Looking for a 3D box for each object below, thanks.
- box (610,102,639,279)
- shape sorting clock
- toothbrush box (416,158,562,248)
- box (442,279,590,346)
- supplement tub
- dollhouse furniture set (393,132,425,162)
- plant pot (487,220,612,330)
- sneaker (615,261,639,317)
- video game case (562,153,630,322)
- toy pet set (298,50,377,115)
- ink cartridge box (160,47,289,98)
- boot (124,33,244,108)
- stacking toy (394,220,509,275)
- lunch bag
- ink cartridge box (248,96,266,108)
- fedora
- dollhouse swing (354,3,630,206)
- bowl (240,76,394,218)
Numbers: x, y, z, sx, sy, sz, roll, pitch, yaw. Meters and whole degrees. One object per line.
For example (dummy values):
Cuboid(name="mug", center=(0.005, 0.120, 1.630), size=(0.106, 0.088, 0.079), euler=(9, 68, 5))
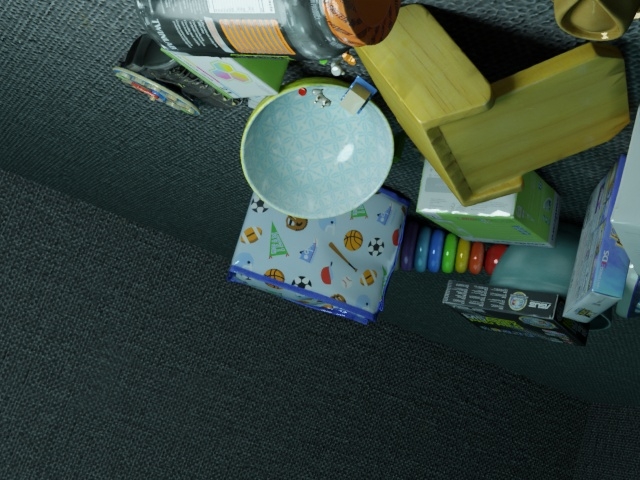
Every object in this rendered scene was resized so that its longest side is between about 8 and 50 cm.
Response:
Cuboid(name="box", center=(0.621, -0.056, 1.616), size=(0.168, 0.215, 0.345), euler=(9, 164, 30))
Cuboid(name="shape sorting clock", center=(-0.350, -0.317, 2.056), size=(0.206, 0.040, 0.206), euler=(28, -179, -1))
Cuboid(name="toothbrush box", center=(0.350, -0.075, 1.971), size=(0.206, 0.122, 0.283), euler=(5, 169, 31))
Cuboid(name="box", center=(0.445, 0.165, 2.185), size=(0.270, 0.060, 0.216), euler=(7, 163, 36))
Cuboid(name="supplement tub", center=(-0.073, -0.352, 1.317), size=(0.338, 0.207, 0.207), euler=(9, 164, 31))
Cuboid(name="dollhouse furniture set", center=(0.217, -0.166, 1.996), size=(0.152, 0.058, 0.076), euler=(23, 165, -23))
Cuboid(name="plant pot", center=(0.546, 0.072, 2.237), size=(0.293, 0.196, 0.293), euler=(16, 167, 4))
Cuboid(name="sneaker", center=(0.829, 0.129, 2.253), size=(0.236, 0.130, 0.323), euler=(17, 161, 20))
Cuboid(name="video game case", center=(0.540, 0.004, 1.827), size=(0.061, 0.269, 0.244), euler=(15, 166, 7))
Cuboid(name="toy pet set", center=(0.042, -0.282, 1.692), size=(0.114, 0.065, 0.122), euler=(37, 127, -4))
Cuboid(name="ink cartridge box", center=(-0.119, -0.335, 1.668), size=(0.255, 0.097, 0.189), euler=(5, 162, 43))
Cuboid(name="boot", center=(-0.243, -0.328, 1.886), size=(0.229, 0.091, 0.263), euler=(24, 175, -29))
Cuboid(name="stacking toy", center=(0.344, 0.031, 2.501), size=(0.330, 0.141, 0.141), euler=(8, 165, 11))
Cuboid(name="lunch bag", center=(0.000, 0.000, 2.345), size=(0.386, 0.327, 0.239), euler=(17, 171, -4))
Cuboid(name="ink cartridge box", center=(-0.121, -0.293, 1.972), size=(0.048, 0.028, 0.083), euler=(18, 166, -3))
Cuboid(name="fedora", center=(0.352, -0.311, 1.229), size=(0.194, 0.079, 0.194), euler=(16, 165, 4))
Cuboid(name="dollhouse swing", center=(0.277, -0.260, 1.562), size=(0.315, 0.305, 0.347), euler=(57, -174, 27))
Cuboid(name="bowl", center=(-0.012, -0.203, 1.863), size=(0.290, 0.289, 0.156), euler=(22, -152, -20))
